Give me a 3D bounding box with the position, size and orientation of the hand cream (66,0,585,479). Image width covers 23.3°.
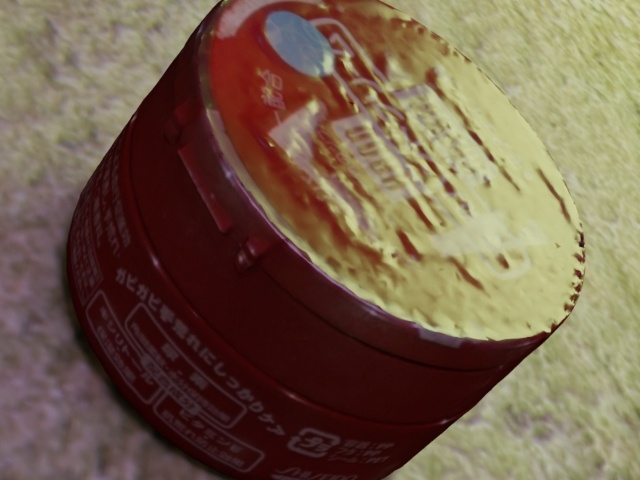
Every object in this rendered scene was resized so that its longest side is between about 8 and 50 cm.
[{"bbox_3d":[0.000,0.000,0.754,0.230,0.149,0.230,25,38,-22],"label":"hand cream"}]
